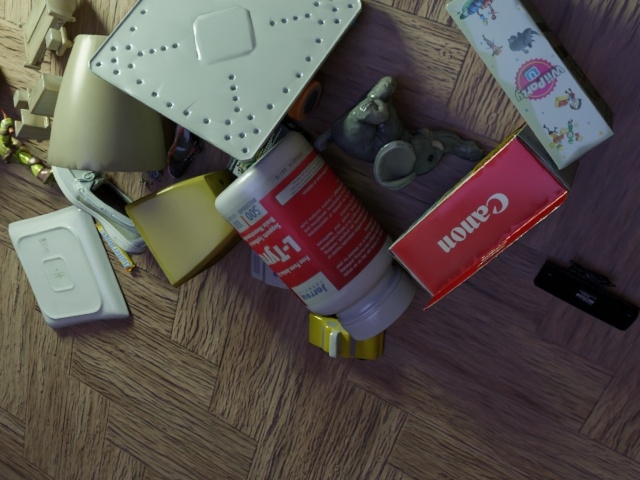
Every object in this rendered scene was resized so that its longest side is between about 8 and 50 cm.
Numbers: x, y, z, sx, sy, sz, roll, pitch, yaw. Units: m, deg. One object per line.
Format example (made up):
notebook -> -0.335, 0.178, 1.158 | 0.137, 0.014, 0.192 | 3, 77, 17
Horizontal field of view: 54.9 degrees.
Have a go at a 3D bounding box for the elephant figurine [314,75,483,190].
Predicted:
elephant figurine -> 0.152, -0.177, 1.185 | 0.239, 0.169, 0.186 | 46, 152, -13

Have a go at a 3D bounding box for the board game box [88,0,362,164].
board game box -> -0.181, -0.384, 1.188 | 0.389, 0.050, 0.390 | 31, 78, 13

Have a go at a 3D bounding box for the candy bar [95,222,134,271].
candy bar -> -0.556, 0.016, 1.671 | 0.040, 0.018, 0.162 | -32, 92, 32

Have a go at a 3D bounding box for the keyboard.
keyboard -> 0.514, 0.092, 1.173 | 0.192, 0.038, 0.100 | 29, 142, 13

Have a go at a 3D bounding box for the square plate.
square plate -> -0.740, 0.089, 1.771 | 0.347, 0.049, 0.344 | -11, 104, 29

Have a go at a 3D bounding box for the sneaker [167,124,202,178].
sneaker -> -0.314, -0.210, 1.447 | 0.064, 0.061, 0.158 | 24, 118, 9

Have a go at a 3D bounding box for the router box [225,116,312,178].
router box -> -0.117, -0.191, 1.362 | 0.133, 0.046, 0.179 | 39, 120, 9

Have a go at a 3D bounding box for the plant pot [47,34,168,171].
plant pot -> -0.466, -0.302, 1.353 | 0.256, 0.256, 0.274 | 10, 104, 23

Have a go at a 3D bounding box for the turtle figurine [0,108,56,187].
turtle figurine -> -0.783, -0.232, 1.599 | 0.217, 0.087, 0.269 | 39, 157, -8

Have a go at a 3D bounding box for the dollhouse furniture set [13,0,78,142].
dollhouse furniture set -> -0.636, -0.464, 1.521 | 0.303, 0.173, 0.356 | -34, 63, 41

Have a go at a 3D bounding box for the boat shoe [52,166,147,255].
boat shoe -> -0.542, -0.107, 1.568 | 0.103, 0.118, 0.320 | -41, 92, 25

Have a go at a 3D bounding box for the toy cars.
toy cars -> -0.022, 0.145, 1.416 | 0.394, 0.087, 0.176 | 48, 121, 3

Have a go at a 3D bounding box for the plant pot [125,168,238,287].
plant pot -> -0.272, -0.050, 1.411 | 0.187, 0.212, 0.212 | -30, 94, 18

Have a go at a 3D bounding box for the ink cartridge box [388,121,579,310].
ink cartridge box -> 0.282, -0.051, 1.087 | 0.130, 0.272, 0.309 | 47, 121, 4

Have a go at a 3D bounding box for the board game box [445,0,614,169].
board game box -> 0.348, -0.283, 0.997 | 0.097, 0.224, 0.303 | -37, 89, 30

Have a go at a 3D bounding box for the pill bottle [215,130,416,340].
pill bottle -> 0.000, 0.000, 1.252 | 0.229, 0.229, 0.408 | -36, 102, 32

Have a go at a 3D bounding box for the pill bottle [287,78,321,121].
pill bottle -> -0.121, -0.336, 1.262 | 0.245, 0.130, 0.131 | 30, 119, 14

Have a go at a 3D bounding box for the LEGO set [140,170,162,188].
LEGO set -> -0.424, -0.160, 1.538 | 0.054, 0.023, 0.083 | 39, 120, 8
